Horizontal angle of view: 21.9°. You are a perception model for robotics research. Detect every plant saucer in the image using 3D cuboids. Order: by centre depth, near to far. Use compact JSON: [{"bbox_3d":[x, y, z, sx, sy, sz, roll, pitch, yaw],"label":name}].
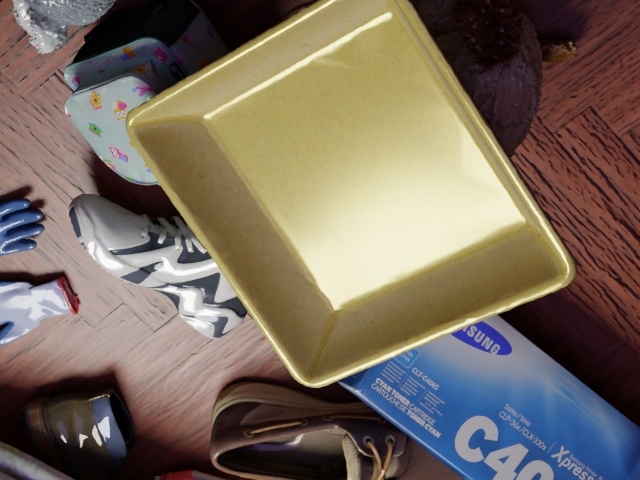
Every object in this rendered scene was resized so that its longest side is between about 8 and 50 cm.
[{"bbox_3d":[0.033,-0.058,1.547,0.333,0.081,0.333,-25,104,33],"label":"plant saucer"}]

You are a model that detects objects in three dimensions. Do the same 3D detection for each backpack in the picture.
[{"bbox_3d":[-0.154,-0.136,1.690,0.166,0.144,0.188,-15,130,41],"label":"backpack"}]

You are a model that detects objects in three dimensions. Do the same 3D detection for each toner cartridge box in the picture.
[{"bbox_3d":[0.206,0.198,1.845,0.348,0.075,0.165,37,83,-12],"label":"toner cartridge box"}]

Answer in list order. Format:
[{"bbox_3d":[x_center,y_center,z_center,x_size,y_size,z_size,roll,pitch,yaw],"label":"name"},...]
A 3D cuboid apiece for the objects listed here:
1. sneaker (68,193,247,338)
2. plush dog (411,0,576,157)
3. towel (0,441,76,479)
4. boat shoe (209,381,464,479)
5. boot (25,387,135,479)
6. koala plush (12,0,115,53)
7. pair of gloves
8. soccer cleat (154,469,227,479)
[{"bbox_3d":[-0.144,-0.008,1.792,0.235,0.094,0.153,40,112,-17],"label":"sneaker"},{"bbox_3d":[0.155,-0.153,1.621,0.210,0.225,0.262,4,115,-1],"label":"plush dog"},{"bbox_3d":[-0.300,0.417,1.955,0.374,0.090,0.320,28,133,0],"label":"towel"},{"bbox_3d":[0.039,0.249,1.901,0.342,0.123,0.123,11,118,-3],"label":"boat shoe"},{"bbox_3d":[-0.257,0.272,1.953,0.106,0.082,0.219,-18,114,15],"label":"boot"},{"bbox_3d":[-0.269,-0.298,1.579,0.196,0.203,0.221,-34,111,19],"label":"koala plush"},{"bbox_3d":[-0.369,0.030,1.864,0.159,0.023,0.198,-14,117,8],"label":"pair of gloves"},{"bbox_3d":[-0.162,0.389,2.014,0.095,0.083,0.248,3,116,-4],"label":"soccer cleat"}]
